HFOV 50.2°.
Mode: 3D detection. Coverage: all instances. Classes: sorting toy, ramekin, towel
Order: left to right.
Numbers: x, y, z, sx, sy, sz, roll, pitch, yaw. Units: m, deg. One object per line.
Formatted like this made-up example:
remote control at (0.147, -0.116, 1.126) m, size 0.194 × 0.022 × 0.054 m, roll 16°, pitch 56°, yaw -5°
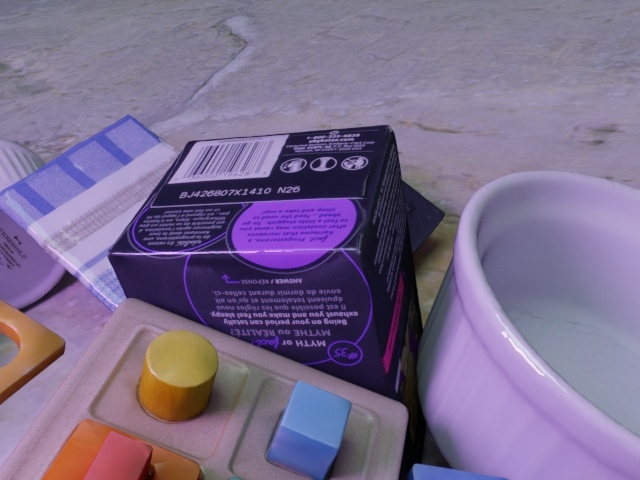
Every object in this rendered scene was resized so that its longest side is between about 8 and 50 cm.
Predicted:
ramekin at (-0.390, -0.008, 0.805) m, size 0.207 × 0.207 × 0.109 m, roll -32°, pitch 50°, yaw -25°
towel at (-0.180, -0.011, 0.751) m, size 0.285 × 0.034 × 0.209 m, roll 38°, pitch 53°, yaw 12°
sorting toy at (-0.050, 0.106, 0.328) m, size 0.347 × 0.047 × 0.196 m, roll 21°, pitch 34°, yaw 1°
ramekin at (0.200, 0.085, 0.467) m, size 0.277 × 0.135 × 0.277 m, roll 13°, pitch 38°, yaw -10°

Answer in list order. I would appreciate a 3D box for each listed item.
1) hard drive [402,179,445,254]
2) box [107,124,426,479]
hard drive at (0.000, 0.000, 0.737) m, size 0.172 × 0.054 × 0.254 m, roll 40°, pitch 54°, yaw 16°
box at (-0.014, 0.070, 0.511) m, size 0.165 × 0.270 × 0.143 m, roll -1°, pitch 37°, yaw 16°
